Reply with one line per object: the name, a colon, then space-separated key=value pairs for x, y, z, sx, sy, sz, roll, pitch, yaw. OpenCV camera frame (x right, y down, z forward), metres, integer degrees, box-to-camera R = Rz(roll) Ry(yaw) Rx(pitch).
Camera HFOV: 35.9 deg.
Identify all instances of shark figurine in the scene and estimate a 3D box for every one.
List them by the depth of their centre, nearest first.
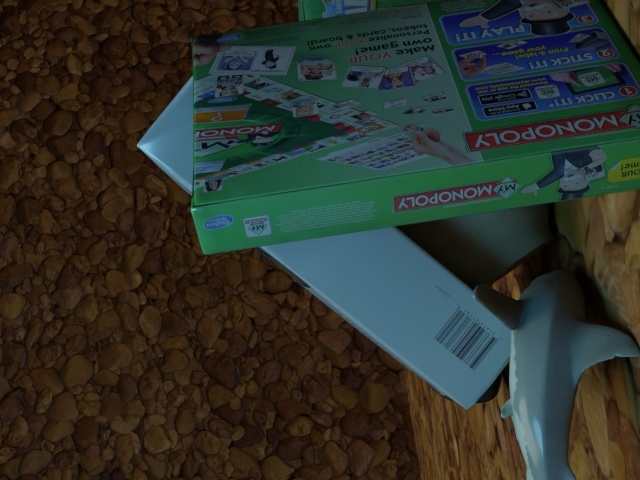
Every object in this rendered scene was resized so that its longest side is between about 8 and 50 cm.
shark figurine: x=0.207 y=0.127 z=0.793 sx=0.166 sy=0.116 sz=0.278 roll=32 pitch=-129 yaw=-47

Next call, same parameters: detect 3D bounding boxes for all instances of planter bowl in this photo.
planter bowl: x=0.165 y=-0.017 z=0.990 sx=0.109 sy=0.162 sz=0.162 roll=55 pitch=173 yaw=11

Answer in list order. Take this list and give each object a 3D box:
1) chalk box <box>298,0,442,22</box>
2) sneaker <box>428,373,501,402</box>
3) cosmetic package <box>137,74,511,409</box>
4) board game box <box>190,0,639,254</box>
chalk box: x=0.065 y=-0.173 z=1.046 sx=0.179 sy=0.289 sz=0.180 roll=88 pitch=175 yaw=-77
sneaker: x=0.185 y=0.087 z=1.368 sx=0.281 sy=0.106 sz=0.162 roll=-98 pitch=4 yaw=-60
cosmetic package: x=0.000 y=0.000 z=0.996 sx=0.377 sy=0.097 sz=0.284 roll=39 pitch=179 yaw=-4
board game box: x=0.066 y=-0.098 z=0.711 sx=0.213 sy=0.317 sz=0.046 roll=-98 pitch=-1 yaw=-47
